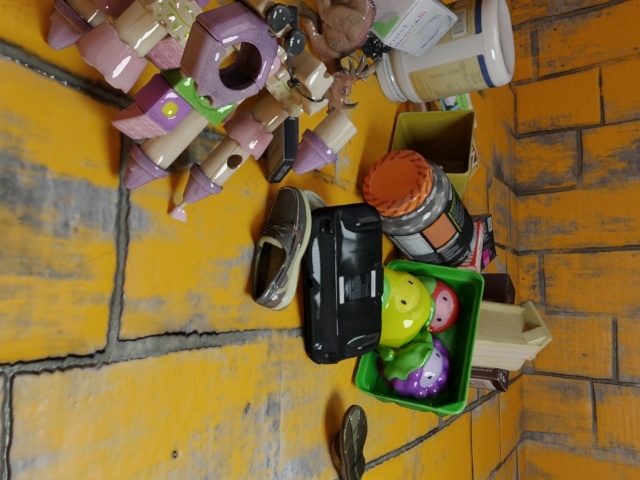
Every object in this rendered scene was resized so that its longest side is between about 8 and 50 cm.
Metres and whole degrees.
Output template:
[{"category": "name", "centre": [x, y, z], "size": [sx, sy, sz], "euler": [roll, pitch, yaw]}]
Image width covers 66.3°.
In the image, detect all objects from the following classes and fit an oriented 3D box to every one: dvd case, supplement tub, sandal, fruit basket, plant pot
[{"category": "dvd case", "centre": [-0.065, -0.229, 0.815], "size": [0.029, 0.179, 0.239], "euler": [0, 86, -14]}, {"category": "supplement tub", "centre": [0.322, -0.489, 1.280], "size": [0.228, 0.316, 0.229], "euler": [7, 81, -57]}, {"category": "supplement tub", "centre": [0.252, -0.068, 1.237], "size": [0.338, 0.207, 0.207], "euler": [41, 54, -48]}, {"category": "sandal", "centre": [0.056, 0.437, 1.031], "size": [0.090, 0.060, 0.220], "euler": [-40, 135, -45]}, {"category": "fruit basket", "centre": [0.217, 0.190, 1.137], "size": [0.392, 0.282, 0.393], "euler": [8, 90, -71]}, {"category": "plant pot", "centre": [0.322, -0.220, 1.381], "size": [0.187, 0.212, 0.212], "euler": [58, 40, -57]}]

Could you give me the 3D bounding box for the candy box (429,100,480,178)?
[{"category": "candy box", "centre": [0.473, -0.377, 1.715], "size": [0.183, 0.087, 0.317], "euler": [-42, 122, -49]}]

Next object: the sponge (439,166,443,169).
[{"category": "sponge", "centre": [0.375, -0.267, 1.607], "size": [0.210, 0.031, 0.117], "euler": [61, 41, -33]}]

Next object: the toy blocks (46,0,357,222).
[{"category": "toy blocks", "centre": [-0.154, -0.152, 0.581], "size": [0.260, 0.309, 0.288], "euler": [-44, 148, 3]}]

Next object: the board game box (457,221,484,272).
[{"category": "board game box", "centre": [0.366, 0.023, 1.417], "size": [0.045, 0.193, 0.147], "euler": [47, 49, -45]}]

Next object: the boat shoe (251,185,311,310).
[{"category": "boat shoe", "centre": [-0.072, 0.007, 0.843], "size": [0.073, 0.080, 0.224], "euler": [27, 69, -59]}]

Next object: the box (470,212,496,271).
[{"category": "box", "centre": [0.494, 0.005, 1.667], "size": [0.247, 0.142, 0.164], "euler": [-20, 103, -57]}]

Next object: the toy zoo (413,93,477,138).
[{"category": "toy zoo", "centre": [0.384, -0.384, 1.530], "size": [0.293, 0.030, 0.193], "euler": [-40, 118, -31]}]

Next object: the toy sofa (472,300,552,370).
[{"category": "toy sofa", "centre": [0.479, 0.270, 1.465], "size": [0.362, 0.177, 0.150], "euler": [9, 41, -20]}]

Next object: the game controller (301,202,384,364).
[{"category": "game controller", "centre": [0.047, 0.088, 0.948], "size": [0.166, 0.067, 0.320], "euler": [-12, 110, -30]}]

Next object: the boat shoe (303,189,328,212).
[{"category": "boat shoe", "centre": [0.000, 0.000, 0.970], "size": [0.081, 0.068, 0.228], "euler": [-30, 112, -8]}]

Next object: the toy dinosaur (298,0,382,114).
[{"category": "toy dinosaur", "centre": [0.050, -0.406, 0.945], "size": [0.127, 0.296, 0.200], "euler": [-38, 80, -25]}]

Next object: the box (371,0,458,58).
[{"category": "box", "centre": [0.144, -0.547, 1.070], "size": [0.262, 0.127, 0.231], "euler": [51, 32, 12]}]

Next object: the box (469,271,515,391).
[{"category": "box", "centre": [0.546, 0.306, 1.678], "size": [0.143, 0.191, 0.382], "euler": [47, 51, -45]}]

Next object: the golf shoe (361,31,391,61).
[{"category": "golf shoe", "centre": [0.089, -0.508, 1.164], "size": [0.198, 0.077, 0.094], "euler": [22, 47, -53]}]
